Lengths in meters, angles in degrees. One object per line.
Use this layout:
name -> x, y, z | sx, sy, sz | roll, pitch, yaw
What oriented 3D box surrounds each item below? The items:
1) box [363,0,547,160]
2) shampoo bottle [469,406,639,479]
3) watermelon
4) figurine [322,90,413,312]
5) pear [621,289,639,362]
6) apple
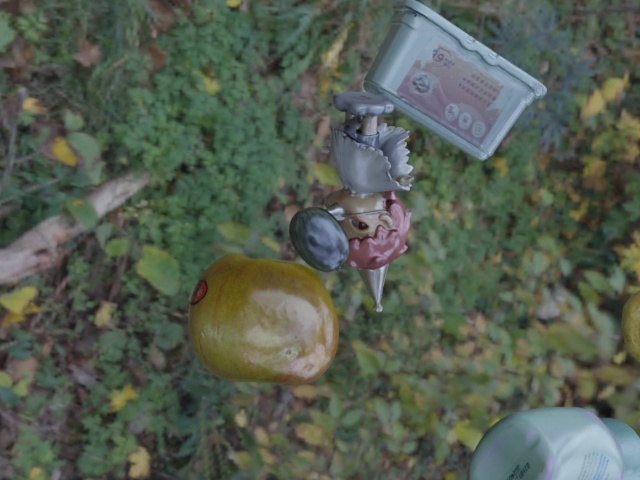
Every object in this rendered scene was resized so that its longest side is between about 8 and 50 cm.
box -> 0.237, -0.291, 1.900 | 0.182, 0.312, 0.175 | -59, -168, 8
shampoo bottle -> 0.418, 0.373, 1.715 | 0.349, 0.151, 0.222 | 8, 122, -43
watermelon -> 0.000, 0.000, 1.524 | 0.111, 0.078, 0.078 | 51, 46, -9
figurine -> 0.070, -0.060, 1.745 | 0.166, 0.207, 0.387 | -19, 121, -37
pear -> 0.626, 0.154, 1.813 | 0.178, 0.178, 0.178 | -31, 127, -53
apple -> -0.068, 0.094, 1.220 | 0.182, 0.182, 0.155 | 23, 68, -61
